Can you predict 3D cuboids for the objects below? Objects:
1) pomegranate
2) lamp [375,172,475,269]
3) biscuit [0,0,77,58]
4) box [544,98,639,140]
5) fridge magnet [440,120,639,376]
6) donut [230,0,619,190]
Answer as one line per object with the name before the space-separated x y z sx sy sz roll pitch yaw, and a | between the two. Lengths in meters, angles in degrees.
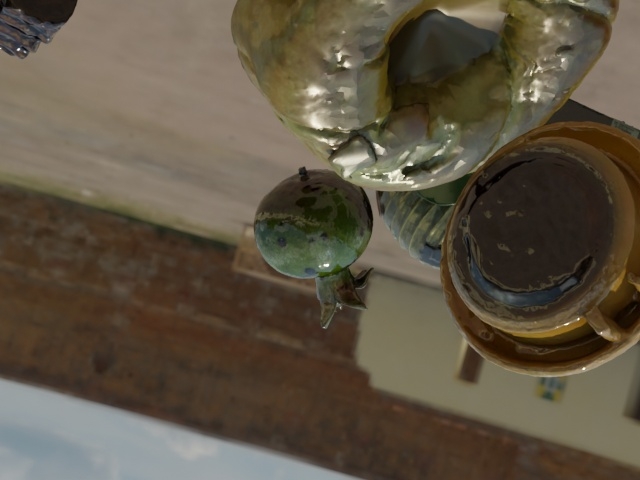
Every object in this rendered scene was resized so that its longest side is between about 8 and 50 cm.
pomegranate | 0.005 -0.005 1.589 0.169 0.148 0.148 50 163 -21
lamp | 0.214 -0.058 1.814 0.284 0.250 0.250 47 -171 20
biscuit | -0.180 -0.304 0.916 0.107 0.388 0.073 29 149 -31
box | 0.309 -0.041 1.458 0.270 0.210 0.045 25 163 -6
fridge magnet | 0.124 0.002 0.724 0.143 0.143 0.063 13 172 38
donut | 0.093 -0.198 1.206 0.360 0.360 0.170 18 -147 -43
